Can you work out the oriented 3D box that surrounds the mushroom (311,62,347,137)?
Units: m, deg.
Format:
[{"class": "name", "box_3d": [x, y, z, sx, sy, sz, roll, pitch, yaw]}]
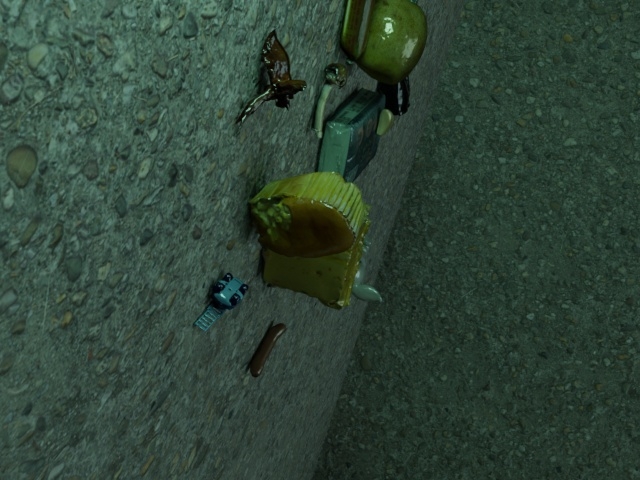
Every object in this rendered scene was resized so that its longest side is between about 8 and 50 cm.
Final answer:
[{"class": "mushroom", "box_3d": [0.016, -0.346, 1.715, 0.061, 0.060, 0.187, -53, 165, -74]}]

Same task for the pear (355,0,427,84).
[{"class": "pear", "box_3d": [0.184, -0.532, 1.831, 0.211, 0.188, 0.228, -64, 172, 4]}]

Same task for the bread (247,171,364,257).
[{"class": "bread", "box_3d": [-0.030, -0.050, 1.502, 0.178, 0.250, 0.133, 69, 34, -40]}]

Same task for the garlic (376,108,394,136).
[{"class": "garlic", "box_3d": [0.188, -0.343, 2.018, 0.053, 0.041, 0.083, -33, 144, -61]}]

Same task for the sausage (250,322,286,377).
[{"class": "sausage", "box_3d": [-0.153, 0.308, 1.984, 0.043, 0.043, 0.186, 94, 20, -49]}]

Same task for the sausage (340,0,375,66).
[{"class": "sausage", "box_3d": [0.101, -0.595, 1.663, 0.082, 0.082, 0.371, -53, 160, -54]}]

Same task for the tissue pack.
[{"class": "tissue pack", "box_3d": [0.091, -0.284, 2.011, 0.315, 0.103, 0.227, -52, 158, -54]}]

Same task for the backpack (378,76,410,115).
[{"class": "backpack", "box_3d": [0.248, -0.510, 2.355, 0.120, 0.106, 0.165, -53, 137, -61]}]

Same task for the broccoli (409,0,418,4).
[{"class": "broccoli", "box_3d": [0.219, -0.705, 1.988, 0.204, 0.118, 0.122, -80, 149, -51]}]

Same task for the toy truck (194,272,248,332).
[{"class": "toy truck", "box_3d": [-0.209, 0.130, 1.455, 0.074, 0.063, 0.136, -56, 176, 37]}]

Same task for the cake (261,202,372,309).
[{"class": "cake", "box_3d": [-0.009, 0.034, 1.768, 0.222, 0.228, 0.285, -44, 151, -65]}]

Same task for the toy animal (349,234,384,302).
[{"class": "toy animal", "box_3d": [0.088, 0.086, 2.271, 0.154, 0.209, 0.325, -61, -141, 43]}]

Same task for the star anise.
[{"class": "star anise", "box_3d": [-0.110, -0.282, 1.295, 0.158, 0.144, 0.140, 102, -32, -58]}]
